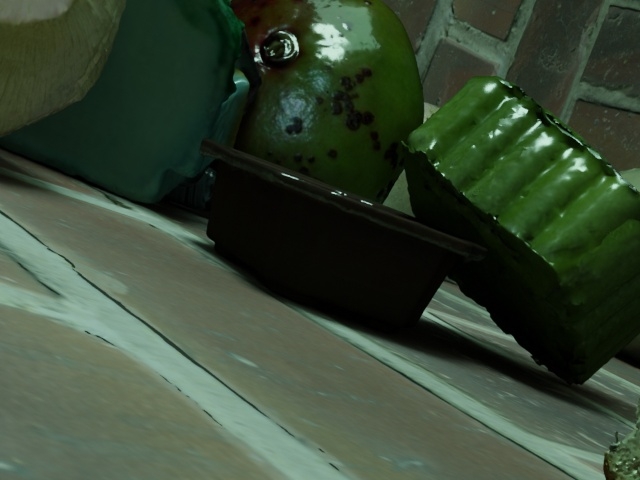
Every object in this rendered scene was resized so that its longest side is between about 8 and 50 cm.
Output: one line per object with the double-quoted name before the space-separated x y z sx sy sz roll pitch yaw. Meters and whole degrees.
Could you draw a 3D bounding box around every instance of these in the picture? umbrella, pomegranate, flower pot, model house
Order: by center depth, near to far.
"flower pot" 0.000 0.000 1.101 0.178 0.084 0.251 19 3 -23
"model house" -0.177 -0.196 1.374 0.280 0.230 0.249 23 27 9
"umbrella" -0.165 -0.072 1.444 0.250 0.053 0.052 20 5 -1
"pomegranate" -0.003 -0.118 1.598 0.290 0.291 0.323 25 -26 46

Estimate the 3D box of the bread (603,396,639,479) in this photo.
"bread" 0.185 0.105 0.710 0.083 0.077 0.070 22 -8 22

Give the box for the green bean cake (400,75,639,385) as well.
"green bean cake" 0.166 -0.004 1.149 0.214 0.113 0.200 44 -14 29

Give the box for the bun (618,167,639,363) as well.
"bun" 0.445 0.067 1.773 0.359 0.211 0.360 27 -6 3

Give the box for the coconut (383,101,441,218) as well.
"coconut" 0.129 -0.075 1.946 0.227 0.227 0.230 20 3 -22

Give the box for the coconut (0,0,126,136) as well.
"coconut" -0.280 -0.212 1.072 0.254 0.297 0.297 21 3 42
